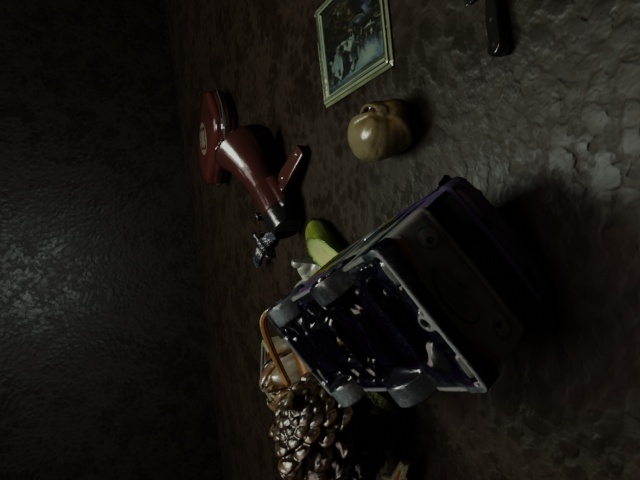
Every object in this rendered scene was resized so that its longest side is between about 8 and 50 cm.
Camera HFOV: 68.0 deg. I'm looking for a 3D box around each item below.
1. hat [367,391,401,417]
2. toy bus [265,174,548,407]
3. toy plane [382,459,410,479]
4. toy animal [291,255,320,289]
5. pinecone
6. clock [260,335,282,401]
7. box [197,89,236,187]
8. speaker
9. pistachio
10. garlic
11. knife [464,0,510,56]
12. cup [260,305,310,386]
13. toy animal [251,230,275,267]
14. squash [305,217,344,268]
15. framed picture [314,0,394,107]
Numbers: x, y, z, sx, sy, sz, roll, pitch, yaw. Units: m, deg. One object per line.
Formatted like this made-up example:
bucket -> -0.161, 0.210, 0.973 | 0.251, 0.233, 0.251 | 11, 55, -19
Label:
hat -> 0.121, 0.297, 0.989 | 0.145, 0.067, 0.146 | 32, 158, 14
toy bus -> 0.107, 0.093, 0.725 | 0.209, 0.249, 0.440 | 51, 153, 1
toy plane -> 0.156, 0.534, 0.913 | 0.256, 0.104, 0.242 | 162, 98, -66
toy animal -> -0.021, 0.137, 1.252 | 0.127, 0.130, 0.182 | -67, -13, -72
pinecone -> 0.019, 0.389, 0.935 | 0.273, 0.224, 0.224 | 55, 166, -24
clock -> -0.149, 0.443, 1.611 | 0.147, 0.071, 0.192 | -134, 44, -54
box -> -0.440, -0.424, 1.992 | 0.404, 0.108, 0.263 | 113, 142, -47
speaker -> -0.129, -0.194, 1.379 | 0.259, 0.198, 0.330 | -44, 64, 13
pistachio -> 0.106, -0.193, 0.847 | 0.149, 0.112, 0.113 | 134, 127, -79
garlic -> -0.064, 0.373, 1.312 | 0.160, 0.191, 0.214 | -14, 70, 41
knife -> 0.218, -0.362, 0.649 | 0.072, 0.019, 0.246 | 163, 102, -70
cup -> -0.015, 0.237, 1.102 | 0.182, 0.226, 0.264 | -16, -88, -82
toy animal -> -0.193, 0.017, 1.609 | 0.220, 0.062, 0.108 | -51, 50, 50
squash -> -0.002, 0.002, 1.162 | 0.200, 0.075, 0.090 | 58, 172, 46
framed picture -> 0.056, -0.428, 0.986 | 0.296, 0.019, 0.233 | 176, 87, -66
